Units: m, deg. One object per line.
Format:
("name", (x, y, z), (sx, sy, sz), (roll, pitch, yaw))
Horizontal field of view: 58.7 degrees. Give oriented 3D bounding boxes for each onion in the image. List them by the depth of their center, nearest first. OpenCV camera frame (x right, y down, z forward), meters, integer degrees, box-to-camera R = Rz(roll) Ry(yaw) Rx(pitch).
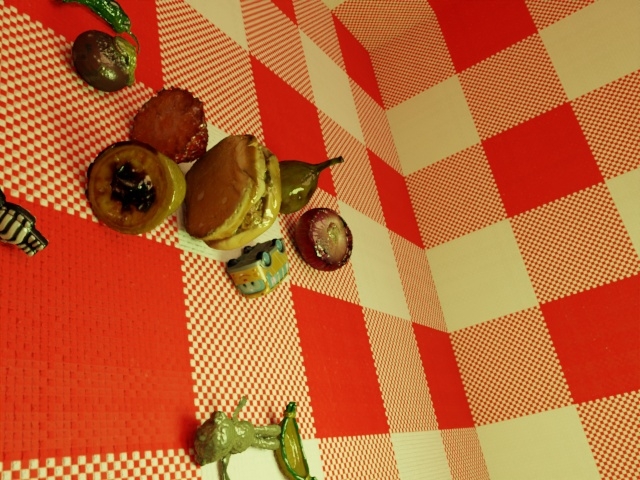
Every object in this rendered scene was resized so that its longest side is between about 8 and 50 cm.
("onion", (0.006, 0.001, 2.040), (0.248, 0.161, 0.248), (33, 40, -32))

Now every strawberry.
("strawberry", (-0.376, -0.265, 1.505), (0.178, 0.234, 0.233), (47, 29, -62))

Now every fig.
("fig", (-0.050, -0.197, 1.983), (0.190, 0.291, 0.190), (-9, 90, -86))

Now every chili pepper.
("chili pepper", (-0.591, -0.623, 1.537), (0.279, 0.065, 0.122), (18, 62, -55))

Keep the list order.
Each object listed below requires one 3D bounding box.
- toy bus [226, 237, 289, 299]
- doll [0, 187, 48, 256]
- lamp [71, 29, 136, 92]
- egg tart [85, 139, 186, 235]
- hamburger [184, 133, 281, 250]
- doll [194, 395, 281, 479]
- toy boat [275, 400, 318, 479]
("toy bus", (-0.174, 0.085, 1.673), (0.136, 0.126, 0.209), (70, 25, -14))
("doll", (-0.592, -0.060, 1.035), (0.219, 0.091, 0.067), (54, 29, -21))
("lamp", (-0.534, -0.454, 1.419), (0.156, 0.135, 0.157), (61, 28, -10))
("egg tart", (-0.416, -0.121, 1.319), (0.215, 0.215, 0.171), (66, 11, -1))
("hamburger", (-0.241, -0.129, 1.535), (0.174, 0.284, 0.304), (40, 32, -40))
("doll", (-0.191, 0.464, 1.368), (0.286, 0.091, 0.202), (-16, 117, -53))
("toy boat", (-0.070, 0.550, 1.519), (0.089, 0.088, 0.229), (0, 70, -61))
